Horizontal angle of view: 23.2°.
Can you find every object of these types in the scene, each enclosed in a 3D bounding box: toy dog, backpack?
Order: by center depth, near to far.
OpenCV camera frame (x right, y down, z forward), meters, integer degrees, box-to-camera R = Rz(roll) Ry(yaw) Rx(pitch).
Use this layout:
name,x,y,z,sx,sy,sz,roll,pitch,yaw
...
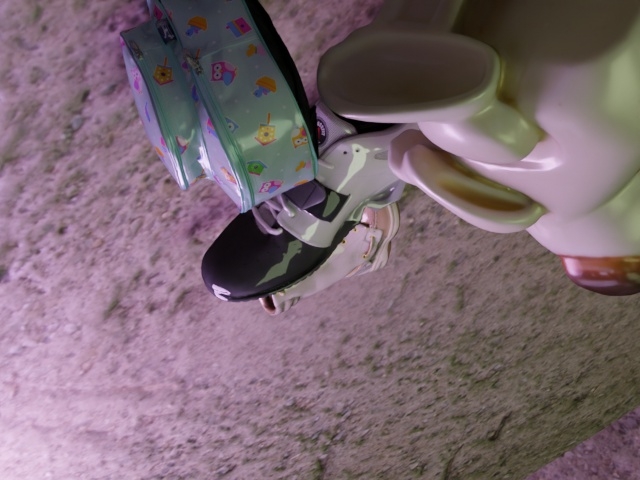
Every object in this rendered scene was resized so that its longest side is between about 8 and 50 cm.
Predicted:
name,x,y,z,sx,sy,sz,roll,pitch,yaw
backpack,-0.083,-0.119,1.346,0.144,0.188,0.166,-30,153,-12
toy dog,0.244,-0.130,1.449,0.395,0.284,0.408,3,153,25

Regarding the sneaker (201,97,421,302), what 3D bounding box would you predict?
name,x,y,z,sx,sy,sz,roll,pitch,yaw
sneaker,-0.005,-0.074,1.614,0.330,0.122,0.146,-38,139,-4

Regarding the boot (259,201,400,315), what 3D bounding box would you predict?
name,x,y,z,sx,sy,sz,roll,pitch,yaw
boot,0.000,0.000,1.763,0.165,0.077,0.213,-25,154,-16
